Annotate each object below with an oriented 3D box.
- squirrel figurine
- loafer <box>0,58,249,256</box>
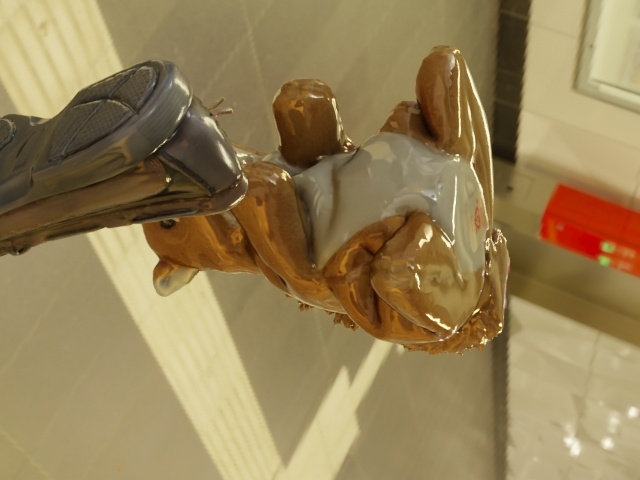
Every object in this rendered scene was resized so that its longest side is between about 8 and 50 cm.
[{"bbox_3d":[0.000,0.000,1.152,0.397,0.371,0.281,48,46,-55],"label":"squirrel figurine"},{"bbox_3d":[-0.173,-0.029,0.693,0.095,0.303,0.109,46,51,-30],"label":"loafer"}]
